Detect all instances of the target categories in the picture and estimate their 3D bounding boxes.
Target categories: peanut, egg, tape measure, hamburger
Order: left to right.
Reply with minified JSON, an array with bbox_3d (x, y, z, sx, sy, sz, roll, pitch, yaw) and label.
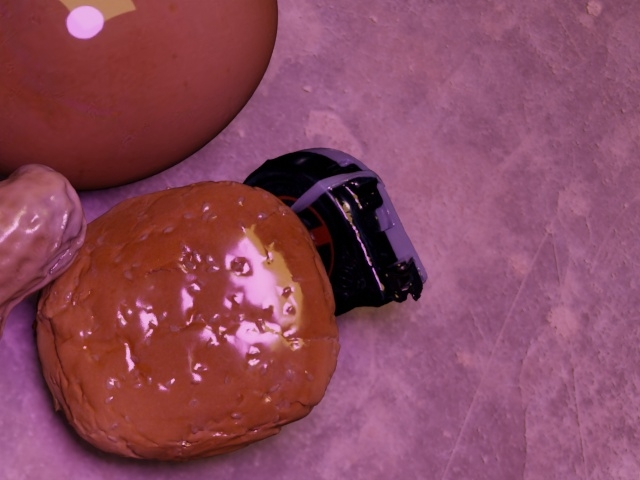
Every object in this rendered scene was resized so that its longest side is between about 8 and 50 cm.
[{"bbox_3d":[-0.328,0.049,1.445,0.130,0.130,0.290,42,89,-3],"label":"peanut"},{"bbox_3d":[-0.211,-0.205,1.555,0.374,0.301,0.301,-27,81,-31],"label":"egg"},{"bbox_3d":[-0.127,0.077,1.518,0.283,0.144,0.259,-23,87,5],"label":"hamburger"},{"bbox_3d":[-0.002,-0.004,1.635,0.107,0.182,0.181,-21,93,-49],"label":"tape measure"}]
